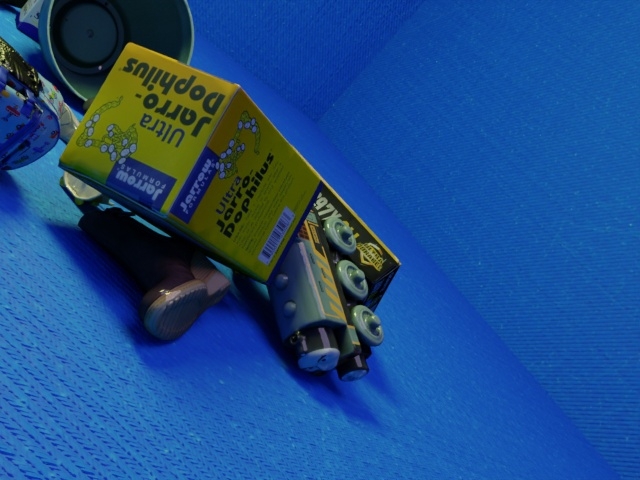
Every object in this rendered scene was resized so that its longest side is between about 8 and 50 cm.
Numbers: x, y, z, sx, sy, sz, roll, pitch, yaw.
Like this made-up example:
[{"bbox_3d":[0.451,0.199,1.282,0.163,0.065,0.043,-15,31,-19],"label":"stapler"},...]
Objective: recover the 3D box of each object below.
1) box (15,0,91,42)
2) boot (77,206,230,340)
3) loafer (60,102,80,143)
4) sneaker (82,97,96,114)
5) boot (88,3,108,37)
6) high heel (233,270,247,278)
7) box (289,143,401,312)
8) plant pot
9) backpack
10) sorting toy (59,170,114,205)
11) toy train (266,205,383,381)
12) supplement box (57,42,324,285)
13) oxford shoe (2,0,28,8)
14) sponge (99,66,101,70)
[{"bbox_3d":[-0.537,-0.466,1.757,0.126,0.137,0.072,34,16,-37],"label":"box"},{"bbox_3d":[-0.244,0.036,1.132,0.207,0.090,0.248,32,12,6],"label":"boot"},{"bbox_3d":[-0.414,-0.183,1.404,0.125,0.045,0.039,50,-5,3],"label":"loafer"},{"bbox_3d":[-0.334,-0.188,1.449,0.267,0.106,0.101,-123,-167,-47],"label":"sneaker"},{"bbox_3d":[-0.583,-0.610,1.936,0.284,0.138,0.377,40,-13,2],"label":"boot"},{"bbox_3d":[-0.194,-0.023,1.546,0.186,0.093,0.261,15,33,-7],"label":"high heel"},{"bbox_3d":[0.000,0.000,1.674,0.322,0.079,0.257,48,-22,15],"label":"box"},{"bbox_3d":[-0.424,-0.405,1.659,0.293,0.293,0.196,34,-9,-39],"label":"plant pot"},{"bbox_3d":[-0.402,-0.150,1.052,0.116,0.158,0.173,61,8,34],"label":"backpack"},{"bbox_3d":[-0.339,-0.075,1.257,0.083,0.045,0.075,47,5,21],"label":"sorting toy"},{"bbox_3d":[-0.016,0.077,1.425,0.190,0.142,0.333,18,47,-48],"label":"toy train"},{"bbox_3d":[-0.168,-0.095,1.231,0.194,0.195,0.356,25,-8,23],"label":"supplement box"},{"bbox_3d":[-0.650,-0.515,1.737,0.227,0.083,0.096,18,36,-48],"label":"oxford shoe"},{"bbox_3d":[-0.481,-0.393,1.950,0.117,0.031,0.210,42,12,-4],"label":"sponge"}]
